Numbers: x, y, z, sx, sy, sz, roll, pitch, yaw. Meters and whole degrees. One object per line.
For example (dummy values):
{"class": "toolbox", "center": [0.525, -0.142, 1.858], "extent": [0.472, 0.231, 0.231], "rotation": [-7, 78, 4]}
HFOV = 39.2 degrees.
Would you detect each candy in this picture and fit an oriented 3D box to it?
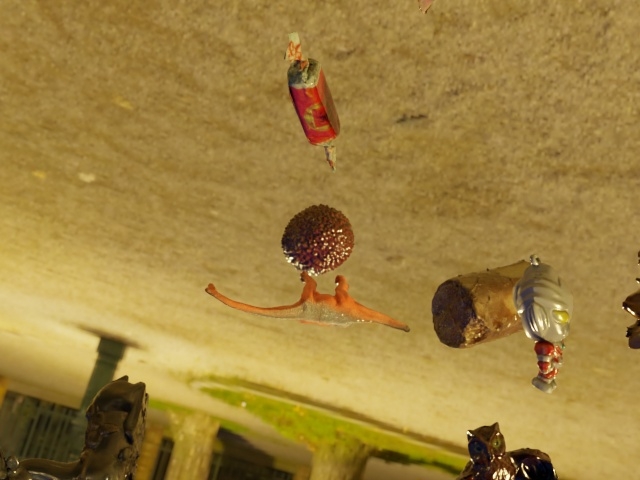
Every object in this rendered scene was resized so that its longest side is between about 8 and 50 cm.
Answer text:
{"class": "candy", "center": [-0.010, -0.247, 1.626], "extent": [0.059, 0.086, 0.292], "rotation": [-4, 136, 18]}

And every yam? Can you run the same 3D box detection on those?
{"class": "yam", "center": [0.311, 0.111, 1.603], "extent": [0.238, 0.128, 0.129], "rotation": [-10, 175, -35]}

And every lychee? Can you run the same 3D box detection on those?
{"class": "lychee", "center": [-0.002, -0.002, 1.507], "extent": [0.123, 0.123, 0.129], "rotation": [18, 168, -11]}

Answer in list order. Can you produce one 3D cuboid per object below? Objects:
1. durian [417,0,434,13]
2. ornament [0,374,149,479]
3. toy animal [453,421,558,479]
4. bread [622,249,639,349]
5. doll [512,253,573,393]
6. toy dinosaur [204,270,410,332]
{"class": "durian", "center": [0.168, -0.391, 1.020], "extent": [0.261, 0.153, 0.187], "rotation": [-5, 167, 44]}
{"class": "ornament", "center": [-0.352, 0.252, 1.154], "extent": [0.236, 0.202, 0.080], "rotation": [6, 144, -1]}
{"class": "toy animal", "center": [0.248, 0.355, 1.353], "extent": [0.219, 0.179, 0.116], "rotation": [-17, -172, -15]}
{"class": "bread", "center": [0.693, 0.043, 1.478], "extent": [0.314, 0.191, 0.370], "rotation": [-3, 156, -47]}
{"class": "doll", "center": [0.290, 0.107, 1.163], "extent": [0.079, 0.180, 0.094], "rotation": [-3, -177, 31]}
{"class": "toy dinosaur", "center": [-0.012, 0.082, 1.186], "extent": [0.280, 0.055, 0.101], "rotation": [9, -154, -5]}
